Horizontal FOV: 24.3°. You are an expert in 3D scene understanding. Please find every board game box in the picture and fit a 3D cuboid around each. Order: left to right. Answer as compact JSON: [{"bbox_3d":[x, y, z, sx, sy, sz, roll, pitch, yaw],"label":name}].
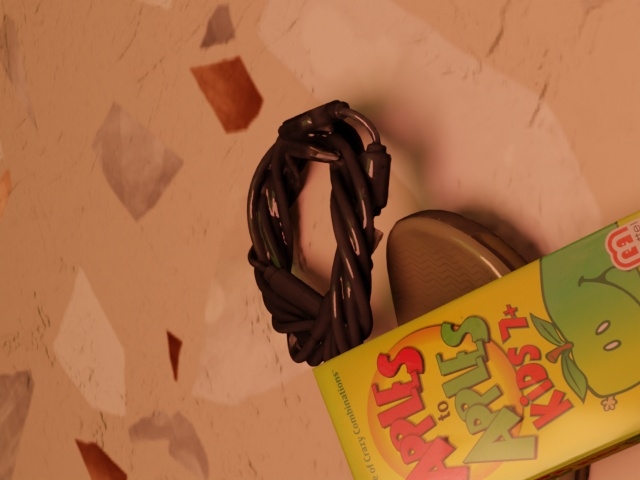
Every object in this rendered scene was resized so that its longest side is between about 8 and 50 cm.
[{"bbox_3d":[0.096,0.066,0.694,0.181,0.043,0.092,-27,72,17],"label":"board game box"}]

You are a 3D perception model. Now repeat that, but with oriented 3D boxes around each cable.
[{"bbox_3d":[0.000,0.000,0.849,0.184,0.047,0.151,169,95,-70],"label":"cable"}]

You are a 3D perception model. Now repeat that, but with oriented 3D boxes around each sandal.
[{"bbox_3d":[0.072,0.135,0.768,0.120,0.086,0.303,1,97,51],"label":"sandal"}]
